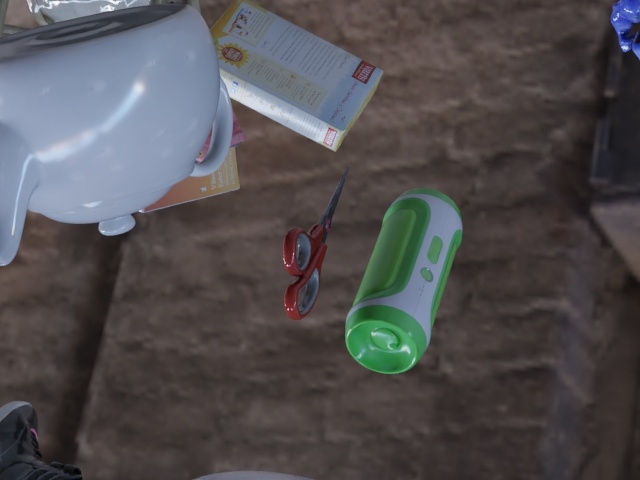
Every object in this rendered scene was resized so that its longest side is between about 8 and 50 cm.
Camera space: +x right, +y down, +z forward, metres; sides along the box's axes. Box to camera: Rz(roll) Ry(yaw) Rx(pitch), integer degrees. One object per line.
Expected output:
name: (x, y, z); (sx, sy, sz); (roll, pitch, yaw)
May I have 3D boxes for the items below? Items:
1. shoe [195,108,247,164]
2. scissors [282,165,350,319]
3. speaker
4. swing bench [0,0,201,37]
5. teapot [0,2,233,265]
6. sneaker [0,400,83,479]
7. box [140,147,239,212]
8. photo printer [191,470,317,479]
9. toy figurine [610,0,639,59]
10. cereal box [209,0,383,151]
shoe: (-0.174, -0.116, 1.833); (0.178, 0.081, 0.063); (-27, 180, -23)
scissors: (0.000, 0.000, 1.910); (0.021, 0.297, 0.109); (-2, 110, 16)
speaker: (0.125, 0.055, 2.288); (0.131, 0.296, 0.131); (10, 133, 11)
swing bench: (-0.294, -0.373, 2.079); (0.253, 0.255, 0.165); (3, -177, 22)
teapot: (-0.194, -0.098, 1.384); (0.256, 0.187, 0.252); (-14, -164, -7)
sneaker: (-0.352, 0.294, 1.925); (0.146, 0.296, 0.105); (0, 114, 5)
box: (-0.217, -0.125, 2.284); (0.170, 0.130, 0.091); (-17, -161, -33)
photo printer: (0.000, 0.345, 1.498); (0.256, 0.307, 0.107); (15, 117, -43)
toy figurine: (0.400, -0.286, 1.864); (0.362, 0.217, 0.191); (0, 169, 30)
cereal box: (-0.048, -0.235, 2.184); (0.240, 0.173, 0.047); (29, 132, 3)
